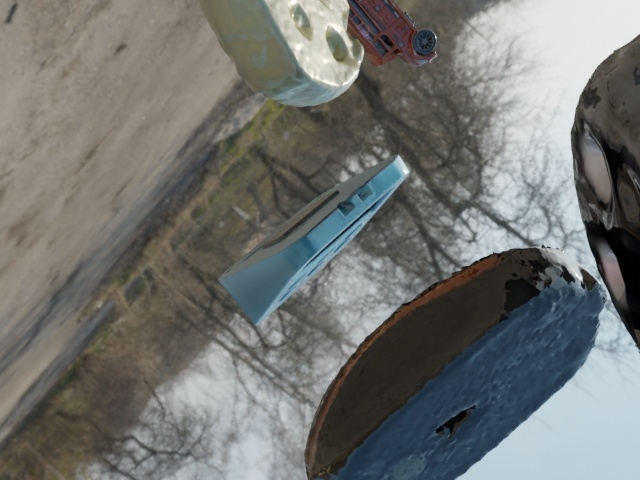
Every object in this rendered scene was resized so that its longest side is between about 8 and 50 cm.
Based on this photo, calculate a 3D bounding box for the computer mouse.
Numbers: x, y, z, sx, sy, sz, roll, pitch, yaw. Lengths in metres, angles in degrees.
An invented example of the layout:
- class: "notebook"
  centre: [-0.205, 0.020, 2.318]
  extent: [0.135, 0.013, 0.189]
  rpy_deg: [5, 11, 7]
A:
- class: "computer mouse"
  centre: [0.114, 0.124, 0.656]
  extent: [0.323, 0.183, 0.116]
  rpy_deg: [-41, -136, 4]

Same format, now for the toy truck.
- class: "toy truck"
  centre: [0.099, -0.408, 1.289]
  extent: [0.114, 0.252, 0.107]
  rpy_deg: [-42, -159, 6]

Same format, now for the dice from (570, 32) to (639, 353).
- class: "dice"
  centre: [0.240, -0.015, 0.340]
  extent: [0.181, 0.183, 0.182]
  rpy_deg: [-21, -143, 5]

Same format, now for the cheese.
- class: "cheese"
  centre: [-0.053, -0.359, 1.058]
  extent: [0.115, 0.326, 0.318]
  rpy_deg: [-13, 166, 31]

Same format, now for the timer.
- class: "timer"
  centre: [0.000, 0.000, 0.945]
  extent: [0.232, 0.091, 0.250]
  rpy_deg: [-40, -175, -29]
